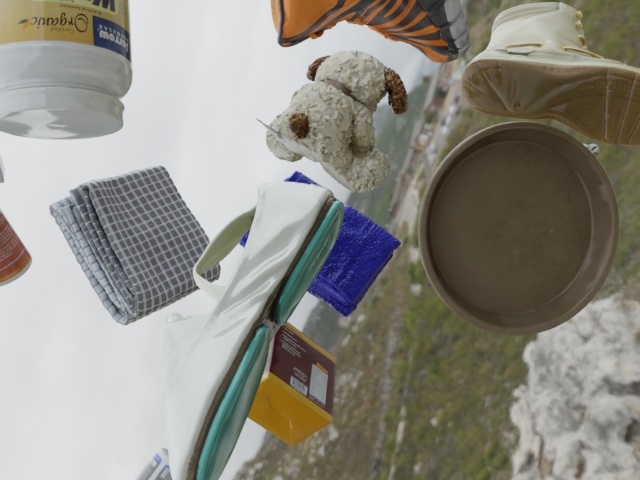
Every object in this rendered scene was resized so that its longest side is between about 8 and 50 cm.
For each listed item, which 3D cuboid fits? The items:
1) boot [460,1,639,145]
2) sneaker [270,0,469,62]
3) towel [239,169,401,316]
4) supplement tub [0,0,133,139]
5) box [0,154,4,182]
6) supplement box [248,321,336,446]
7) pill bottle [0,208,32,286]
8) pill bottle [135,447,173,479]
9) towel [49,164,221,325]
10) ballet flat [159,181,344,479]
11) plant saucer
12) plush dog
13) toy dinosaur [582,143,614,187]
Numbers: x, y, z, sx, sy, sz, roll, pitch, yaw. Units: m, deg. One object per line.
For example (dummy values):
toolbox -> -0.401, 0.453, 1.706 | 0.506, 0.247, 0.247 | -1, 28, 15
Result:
boot -> 0.321, -0.212, 0.922 | 0.203, 0.262, 0.095 | -58, -26, -47
sneaker -> 0.041, -0.256, 0.781 | 0.321, 0.180, 0.124 | 34, -144, -63
towel -> 0.000, 0.000, 1.696 | 0.227, 0.308, 0.076 | -54, -5, -16
supplement tub -> -0.407, -0.329, 1.161 | 0.228, 0.228, 0.316 | 85, -179, -85
box -> -0.756, -0.268, 1.637 | 0.063, 0.067, 0.324 | -117, 22, -48
supplement box -> -0.080, 0.312, 1.687 | 0.129, 0.191, 0.194 | -38, 26, 28
pill bottle -> -0.740, -0.012, 1.663 | 0.121, 0.121, 0.216 | -69, -32, -48
pill bottle -> -0.296, 0.445, 1.337 | 0.137, 0.078, 0.078 | -53, -5, -8
towel -> -0.346, -0.005, 1.466 | 0.121, 0.283, 0.235 | -29, -1, 40
ballet flat -> -0.098, 0.085, 0.842 | 0.139, 0.139, 0.400 | 105, -171, -55
plant saucer -> 0.257, -0.015, 0.990 | 0.041, 0.278, 0.278 | -161, 89, -80
plush dog -> 0.028, -0.246, 1.361 | 0.225, 0.262, 0.210 | -58, -26, -13
toy dinosaur -> 0.502, -0.073, 1.577 | 0.313, 0.160, 0.121 | -37, -51, -20
